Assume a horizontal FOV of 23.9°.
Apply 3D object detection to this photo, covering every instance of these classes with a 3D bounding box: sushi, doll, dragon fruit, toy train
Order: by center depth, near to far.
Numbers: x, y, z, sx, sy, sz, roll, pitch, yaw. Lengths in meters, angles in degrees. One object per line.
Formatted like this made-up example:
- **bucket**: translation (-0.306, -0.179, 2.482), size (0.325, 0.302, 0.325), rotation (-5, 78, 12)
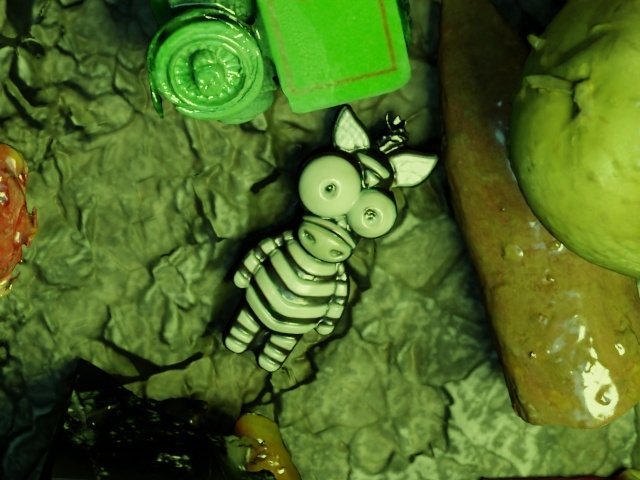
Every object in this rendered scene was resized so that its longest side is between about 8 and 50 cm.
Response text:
- **toy train**: translation (-0.041, -0.195, 1.018), size (0.188, 0.132, 0.243), rotation (-15, 125, 4)
- **dragon fruit**: translation (-0.270, -0.028, 1.079), size (0.133, 0.208, 0.150), rotation (-3, 65, -14)
- **sushi**: translation (-0.101, 0.235, 1.122), size (0.212, 0.215, 0.227), rotation (4, 107, -3)
- **doll**: translation (0.000, 0.000, 1.128), size (0.091, 0.067, 0.219), rotation (31, 103, -6)

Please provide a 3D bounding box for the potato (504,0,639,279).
- **potato**: translation (0.269, -0.086, 0.988), size (0.359, 0.219, 0.270), rotation (-30, 117, -35)

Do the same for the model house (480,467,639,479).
- **model house**: translation (0.242, 0.276, 1.157), size (0.254, 0.196, 0.160), rotation (-7, 106, 0)

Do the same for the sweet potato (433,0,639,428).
- **sweet potato**: translation (0.154, -0.035, 1.099), size (0.131, 0.131, 0.337), rotation (-15, 91, 3)
